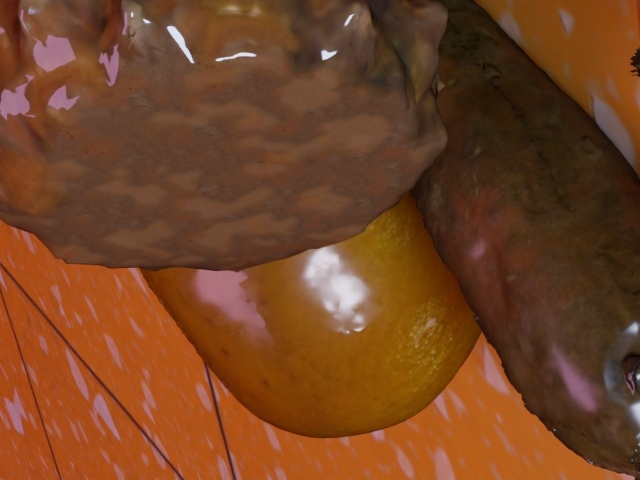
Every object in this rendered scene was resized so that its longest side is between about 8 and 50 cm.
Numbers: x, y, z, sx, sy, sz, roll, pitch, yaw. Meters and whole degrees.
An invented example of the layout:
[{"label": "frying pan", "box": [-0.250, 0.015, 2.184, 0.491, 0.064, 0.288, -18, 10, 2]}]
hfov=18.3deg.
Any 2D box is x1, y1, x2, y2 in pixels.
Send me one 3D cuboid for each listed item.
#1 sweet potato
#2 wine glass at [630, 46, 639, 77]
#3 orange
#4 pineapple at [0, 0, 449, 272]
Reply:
[{"label": "sweet potato", "box": [0.054, -0.030, 0.671, 0.273, 0.075, 0.075, 56, 159, 32]}, {"label": "wine glass", "box": [0.137, 0.035, 0.547, 0.066, 0.066, 0.198, 26, 137, 61]}, {"label": "orange", "box": [0.000, 0.000, 0.776, 0.155, 0.134, 0.155, 53, -179, -1]}, {"label": "pineapple", "box": [-0.071, -0.157, 0.660, 0.169, 0.169, 0.340, 101, 155, -59]}]
